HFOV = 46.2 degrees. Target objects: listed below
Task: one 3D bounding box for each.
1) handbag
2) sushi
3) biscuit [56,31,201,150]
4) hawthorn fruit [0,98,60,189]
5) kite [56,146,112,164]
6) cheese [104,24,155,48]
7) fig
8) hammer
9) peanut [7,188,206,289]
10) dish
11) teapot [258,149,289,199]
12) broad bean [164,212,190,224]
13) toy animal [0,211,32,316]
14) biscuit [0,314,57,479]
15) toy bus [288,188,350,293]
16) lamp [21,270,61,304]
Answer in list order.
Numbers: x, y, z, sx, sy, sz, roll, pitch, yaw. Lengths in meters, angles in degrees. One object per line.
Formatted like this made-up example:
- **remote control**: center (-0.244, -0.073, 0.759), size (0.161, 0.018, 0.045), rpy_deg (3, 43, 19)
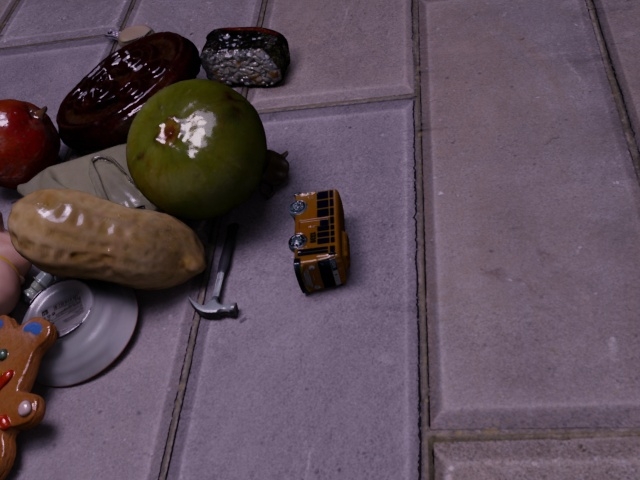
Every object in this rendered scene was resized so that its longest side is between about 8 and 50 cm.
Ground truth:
- **handbag**: center (-0.484, -0.117, 1.684), size (0.316, 0.109, 0.253), rpy_deg (-23, 48, -31)
- **sushi**: center (-0.194, -0.472, 1.938), size (0.225, 0.136, 0.126), rpy_deg (1, 56, 9)
- **biscuit**: center (-0.488, -0.384, 1.875), size (0.407, 0.091, 0.407), rpy_deg (-20, 38, 16)
- **hawthorn fruit**: center (-0.728, -0.241, 1.797), size (0.250, 0.215, 0.215), rpy_deg (-45, 45, 19)
- **kite**: center (-0.586, -0.200, 1.871), size (0.204, 0.022, 0.360), rpy_deg (-35, 51, -19)
- **cheese**: center (-0.561, -0.589, 2.190), size (0.171, 0.047, 0.092), rpy_deg (1, 47, 14)
- **fig**: center (-0.240, -0.183, 1.582), size (0.316, 0.316, 0.316), rpy_deg (-7, 48, 8)
- **hammer**: center (-0.206, 0.057, 1.546), size (0.103, 0.029, 0.246), rpy_deg (-4, 47, 10)
- **peanut**: center (-0.414, 0.005, 1.481), size (0.387, 0.192, 0.169), rpy_deg (15, 85, -17)
- **dish**: center (-0.497, 0.153, 1.478), size (0.260, 0.085, 0.260), rpy_deg (-9, 52, 12)
- **teapot**: center (-0.104, -0.150, 1.676), size (0.076, 0.068, 0.121), rpy_deg (-3, 66, 59)
- **broad bean**: center (-0.352, -0.012, 1.630), size (0.060, 0.043, 0.297), rpy_deg (34, 63, 12)
- **toy animal**: center (-0.688, 0.081, 1.559), size (0.165, 0.149, 0.248), rpy_deg (-30, 47, 11)
- **biscuit**: center (-0.583, 0.289, 1.363), size (0.205, 0.049, 0.324), rpy_deg (-2, 67, 26)
- **toy bus**: center (0.000, 0.000, 1.496), size (0.114, 0.098, 0.201), rpy_deg (-8, 46, 8)
- **lamp**: center (-0.576, 0.068, 1.597), size (0.091, 0.091, 0.163), rpy_deg (31, 76, 34)
